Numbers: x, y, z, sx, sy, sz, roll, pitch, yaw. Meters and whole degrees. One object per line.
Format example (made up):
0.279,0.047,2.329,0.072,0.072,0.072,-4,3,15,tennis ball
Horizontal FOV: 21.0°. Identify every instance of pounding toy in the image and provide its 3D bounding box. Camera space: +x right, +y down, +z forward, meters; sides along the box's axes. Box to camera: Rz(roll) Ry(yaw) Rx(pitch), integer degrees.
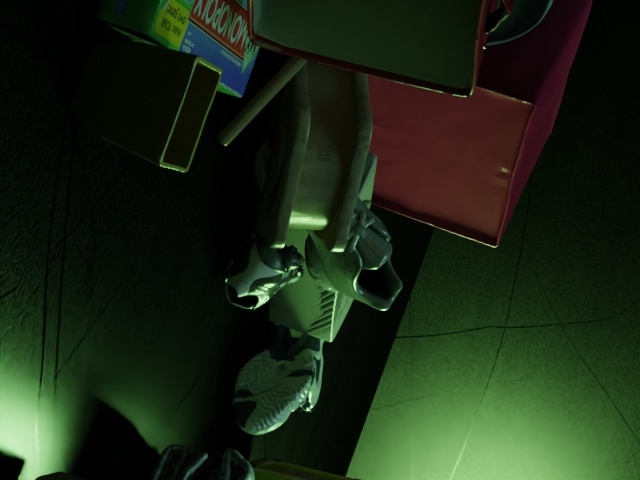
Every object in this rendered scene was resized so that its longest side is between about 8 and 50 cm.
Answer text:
-0.038,-0.118,1.739,0.154,0.155,0.269,-105,-157,-55,pounding toy

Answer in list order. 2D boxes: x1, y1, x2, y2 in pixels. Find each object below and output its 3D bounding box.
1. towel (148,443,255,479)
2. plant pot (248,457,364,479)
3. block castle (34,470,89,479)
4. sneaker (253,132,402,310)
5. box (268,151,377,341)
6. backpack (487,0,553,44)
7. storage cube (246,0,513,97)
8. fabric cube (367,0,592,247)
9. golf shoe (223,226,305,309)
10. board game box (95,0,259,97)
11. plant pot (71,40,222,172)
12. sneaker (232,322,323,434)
-0.169,0.365,1.871,0.235,0.121,0.284,80,32,-68,towel
-0.043,0.418,2.380,0.228,0.227,0.207,19,84,-80,plant pot
-0.148,0.431,1.505,0.303,0.213,0.453,-61,151,-32,block castle
0.023,-0.027,1.892,0.099,0.121,0.262,-45,134,-15,sneaker
0.000,0.000,2.131,0.275,0.094,0.113,94,18,-56,box
0.175,-0.353,2.006,0.191,0.225,0.253,-104,-162,-46,backpack
0.058,-0.255,1.347,0.184,0.215,0.193,88,17,-64,storage cube
0.175,-0.198,2.243,0.259,0.254,0.258,101,15,-45,fabric cube
-0.071,0.032,1.921,0.094,0.077,0.198,-43,174,-4,golf shoe
-0.079,-0.240,1.366,0.317,0.046,0.213,18,91,-80,board game box
-0.129,-0.103,1.242,0.081,0.083,0.081,10,100,-80,plant pot
-0.051,0.202,2.249,0.235,0.094,0.153,-74,168,-50,sneaker
